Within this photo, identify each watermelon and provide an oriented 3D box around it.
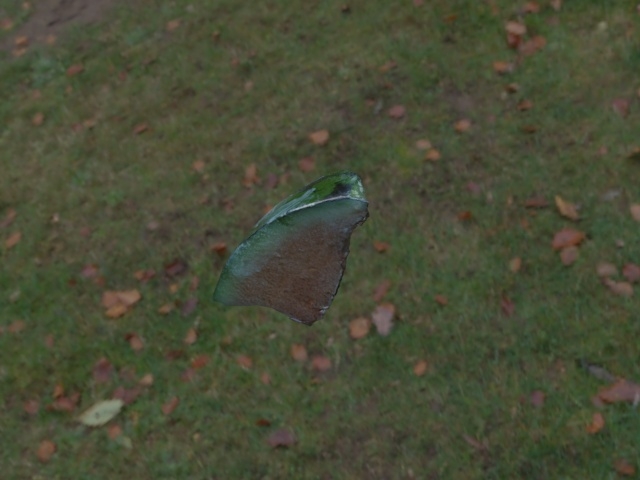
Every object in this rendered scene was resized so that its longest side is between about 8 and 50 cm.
[{"bbox_3d":[-0.007,-0.008,0.743,0.080,0.155,0.101,32,57,5],"label":"watermelon"}]
